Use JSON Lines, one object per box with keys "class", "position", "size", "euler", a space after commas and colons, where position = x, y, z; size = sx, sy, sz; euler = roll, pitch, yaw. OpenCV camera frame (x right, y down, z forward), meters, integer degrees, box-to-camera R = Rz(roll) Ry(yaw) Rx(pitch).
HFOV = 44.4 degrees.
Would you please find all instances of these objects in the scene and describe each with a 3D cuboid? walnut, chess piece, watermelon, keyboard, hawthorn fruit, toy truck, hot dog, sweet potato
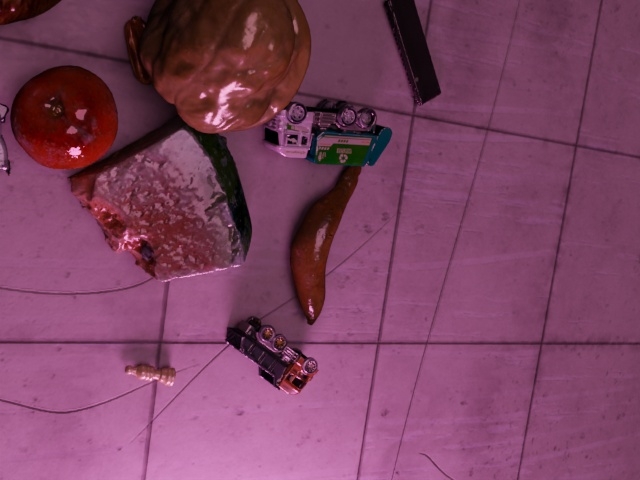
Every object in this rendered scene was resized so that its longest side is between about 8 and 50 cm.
{"class": "walnut", "position": [-0.153, -0.320, 1.289], "size": [0.277, 0.253, 0.282], "euler": [-52, 162, 24]}
{"class": "chess piece", "position": [-0.318, 0.247, 1.456], "size": [0.092, 0.035, 0.035], "euler": [15, 92, -27]}
{"class": "watermelon", "position": [-0.243, -0.066, 1.369], "size": [0.302, 0.151, 0.264], "euler": [-32, 113, -21]}
{"class": "keyboard", "position": [0.194, -0.399, 1.633], "size": [0.072, 0.023, 0.231], "euler": [-33, 114, -28]}
{"class": "hawthorn fruit", "position": [-0.402, -0.193, 1.245], "size": [0.172, 0.173, 0.173], "euler": [-6, 102, -29]}
{"class": "toy truck", "position": [0.014, -0.211, 1.515], "size": [0.253, 0.114, 0.124], "euler": [-2, 106, -28]}
{"class": "hot dog", "position": [-0.307, -0.326, 1.353], "size": [0.049, 0.037, 0.122], "euler": [-13, 101, -15]}
{"class": "sweet potato", "position": [-0.002, -0.005, 1.567], "size": [0.108, 0.079, 0.346], "euler": [21, 87, -59]}
{"class": "toy truck", "position": [-0.098, 0.227, 1.548], "size": [0.192, 0.083, 0.092], "euler": [41, 78, -28]}

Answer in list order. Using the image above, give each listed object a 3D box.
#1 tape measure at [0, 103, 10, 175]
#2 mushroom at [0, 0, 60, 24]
{"class": "tape measure", "position": [-0.638, -0.168, 1.164], "size": [0.330, 0.084, 0.164], "euler": [-1, 98, -29]}
{"class": "mushroom", "position": [-0.471, -0.454, 1.140], "size": [0.283, 0.195, 0.263], "euler": [-32, 123, -3]}
